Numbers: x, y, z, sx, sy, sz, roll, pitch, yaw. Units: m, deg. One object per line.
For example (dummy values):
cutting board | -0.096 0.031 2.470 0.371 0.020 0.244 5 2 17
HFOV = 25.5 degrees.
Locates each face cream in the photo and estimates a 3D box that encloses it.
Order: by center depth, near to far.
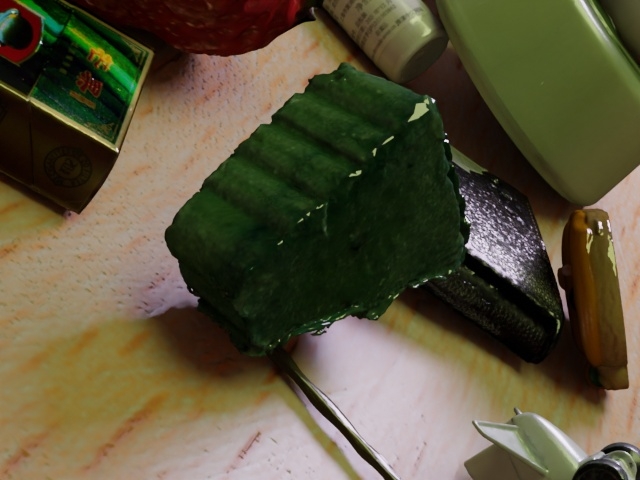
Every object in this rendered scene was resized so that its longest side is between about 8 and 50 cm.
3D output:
face cream | 0.021 -0.281 1.463 0.269 0.082 0.082 51 32 16

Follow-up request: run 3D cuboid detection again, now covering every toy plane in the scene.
toy plane | 0.205 0.218 0.985 0.255 0.101 0.251 53 18 15

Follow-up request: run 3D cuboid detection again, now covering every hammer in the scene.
hammer | 0.022 0.133 0.978 0.292 0.029 0.058 46 29 14

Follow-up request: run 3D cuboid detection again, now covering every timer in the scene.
timer | 0.321 -0.233 1.439 0.291 0.315 0.291 49 20 -25

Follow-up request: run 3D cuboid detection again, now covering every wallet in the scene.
wallet | 0.111 -0.027 1.249 0.221 0.071 0.262 31 25 -14

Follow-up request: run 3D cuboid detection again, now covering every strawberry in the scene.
strawberry | -0.127 -0.280 1.167 0.277 0.257 0.257 1 37 -1

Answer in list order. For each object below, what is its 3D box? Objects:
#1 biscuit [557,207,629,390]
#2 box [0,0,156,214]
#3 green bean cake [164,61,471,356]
biscuit | 0.235 0.052 1.240 0.170 0.050 0.170 -7 90 -81
box | -0.243 -0.136 0.989 0.240 0.071 0.159 30 29 -16
green bean cake | 0.000 0.000 0.995 0.107 0.193 0.208 32 67 30
